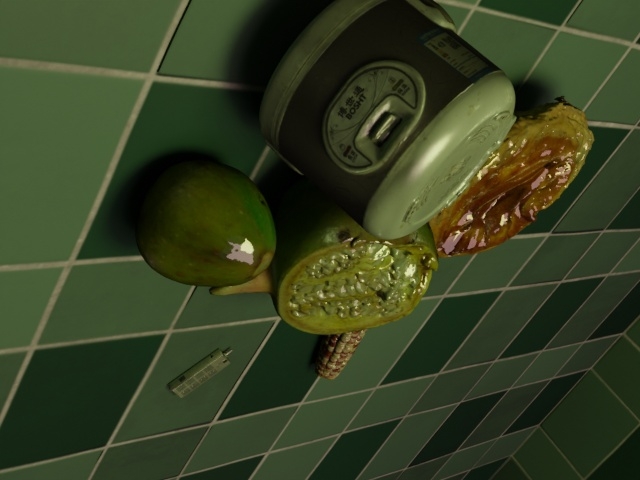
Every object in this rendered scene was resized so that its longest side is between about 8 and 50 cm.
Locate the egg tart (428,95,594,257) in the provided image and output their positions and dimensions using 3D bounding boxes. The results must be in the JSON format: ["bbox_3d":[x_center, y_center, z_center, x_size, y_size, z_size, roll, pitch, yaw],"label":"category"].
[{"bbox_3d":[0.293,-0.116,1.610,0.340,0.153,0.351,-7,138,-40],"label":"egg tart"}]

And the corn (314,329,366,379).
[{"bbox_3d":[0.043,0.207,1.855,0.080,0.079,0.237,-15,143,-34],"label":"corn"}]

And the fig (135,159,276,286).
[{"bbox_3d":[-0.153,-0.015,1.260,0.181,0.191,0.181,-48,157,-28],"label":"fig"}]

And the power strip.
[{"bbox_3d":[-0.219,0.243,1.689,0.136,0.019,0.051,-34,147,-6],"label":"power strip"}]

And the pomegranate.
[{"bbox_3d":[0.000,0.000,1.428,0.359,0.216,0.309,0,150,-2],"label":"pomegranate"}]

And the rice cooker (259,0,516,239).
[{"bbox_3d":[0.083,-0.175,1.193,0.288,0.277,0.288,-42,165,-14],"label":"rice cooker"}]
